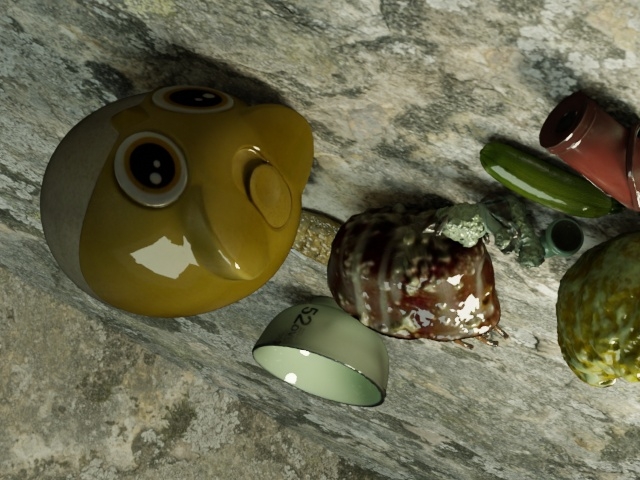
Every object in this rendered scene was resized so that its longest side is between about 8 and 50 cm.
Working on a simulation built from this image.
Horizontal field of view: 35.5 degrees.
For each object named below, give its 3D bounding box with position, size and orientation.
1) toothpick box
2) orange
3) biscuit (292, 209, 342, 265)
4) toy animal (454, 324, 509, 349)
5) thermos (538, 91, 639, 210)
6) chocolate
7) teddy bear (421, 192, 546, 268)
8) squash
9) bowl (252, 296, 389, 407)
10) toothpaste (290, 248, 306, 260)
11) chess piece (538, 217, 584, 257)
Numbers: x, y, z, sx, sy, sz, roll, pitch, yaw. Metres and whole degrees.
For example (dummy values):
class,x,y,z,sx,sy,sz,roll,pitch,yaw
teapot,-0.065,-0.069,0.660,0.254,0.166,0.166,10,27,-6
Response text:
class,x,y,z,sx,sy,sz,roll,pitch,yaw
toothpick box,-0.247,-0.073,1.745,0.425,0.409,0.409,-5,145,37
orange,0.507,0.101,1.626,0.210,0.271,0.369,44,156,-5
biscuit,0.000,-0.001,2.148,0.220,0.033,0.220,20,155,9
toy animal,0.325,0.160,2.167,0.230,0.066,0.224,40,152,-25
thermos,0.427,-0.110,1.438,0.232,0.099,0.124,33,151,-21
chocolate,0.168,0.040,1.866,0.340,0.225,0.210,10,141,26
teddy bear,0.293,-0.032,1.711,0.213,0.111,0.133,15,-166,-13
squash,0.365,-0.086,1.587,0.252,0.066,0.066,24,157,-2
bowl,0.023,0.262,2.503,0.354,0.185,0.354,19,157,8
toothpaste,-0.067,0.018,2.276,0.083,0.015,0.024,32,157,-9
chess piece,0.412,0.002,1.751,0.067,0.067,0.103,24,167,-4
